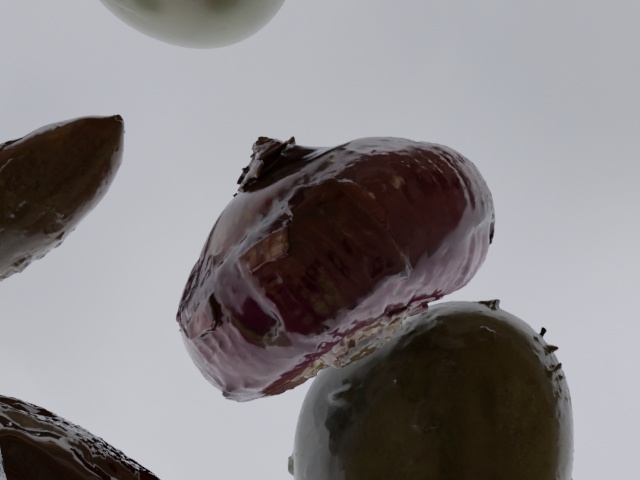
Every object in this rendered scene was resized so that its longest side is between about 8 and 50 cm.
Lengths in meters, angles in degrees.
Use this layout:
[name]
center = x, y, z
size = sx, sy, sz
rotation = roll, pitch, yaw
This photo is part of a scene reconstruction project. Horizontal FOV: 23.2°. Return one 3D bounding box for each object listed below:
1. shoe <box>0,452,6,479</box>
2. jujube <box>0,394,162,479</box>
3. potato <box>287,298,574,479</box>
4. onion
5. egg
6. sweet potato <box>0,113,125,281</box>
[shoe]
center = -0.188, 0.071, 0.339
size = 0.237, 0.384, 0.171
rotation = -13, -132, -12
[jujube]
center = -0.153, 0.230, 0.740
size = 0.377, 0.276, 0.276
rotation = 34, -130, 6
[potato]
center = 0.093, 0.228, 1.390
size = 0.219, 0.270, 0.359
rotation = 35, -129, -37
[onion]
center = 0.000, 0.000, 1.022
size = 0.230, 0.230, 0.163
rotation = -18, -102, -31
[egg]
center = -0.131, -0.303, 1.444
size = 0.219, 0.269, 0.219
rotation = -15, -153, 8
[sweet potato]
center = -0.336, 0.003, 1.417
size = 0.385, 0.109, 0.109
rotation = -32, -117, 3
